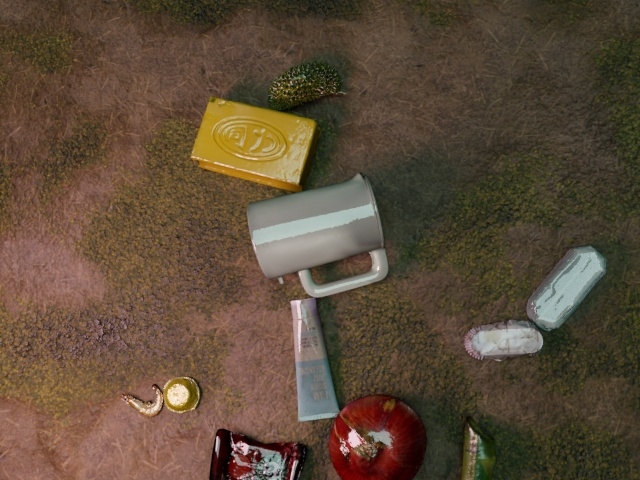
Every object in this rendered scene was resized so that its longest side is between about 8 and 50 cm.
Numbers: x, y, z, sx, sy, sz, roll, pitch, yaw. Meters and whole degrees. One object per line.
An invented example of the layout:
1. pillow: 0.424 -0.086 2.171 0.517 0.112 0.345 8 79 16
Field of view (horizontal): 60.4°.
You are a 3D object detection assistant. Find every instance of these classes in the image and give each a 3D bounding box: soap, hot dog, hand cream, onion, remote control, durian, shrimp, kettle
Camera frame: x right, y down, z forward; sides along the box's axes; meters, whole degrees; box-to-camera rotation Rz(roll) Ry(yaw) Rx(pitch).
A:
1. soap: -0.177 -0.267 1.510 0.324 0.096 0.204 14 83 8
2. hot dog: 0.459 0.252 1.382 0.192 0.053 0.099 -9 79 8
3. hand cream: -0.027 0.307 1.421 0.111 0.070 0.312 -10 84 0
4. onion: 0.137 0.498 1.334 0.248 0.161 0.248 0 101 -2
5. remote control: 0.621 0.118 1.385 0.104 0.052 0.247 39 90 12
6. durian: -0.047 -0.441 1.527 0.220 0.095 0.137 -14 81 -2
7. shrimp: -0.474 0.418 1.474 0.114 0.023 0.083 25 82 4
8. kettle: -0.003 -0.009 1.395 0.318 0.205 0.265 -15 67 1

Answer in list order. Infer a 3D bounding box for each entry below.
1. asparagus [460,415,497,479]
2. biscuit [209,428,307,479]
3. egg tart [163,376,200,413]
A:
1. asparagus: 0.370 0.603 1.322 0.085 0.082 0.343 5 83 3
2. biscuit: -0.161 0.573 1.393 0.235 0.063 0.151 11 83 5
3. egg tart: -0.371 0.408 1.456 0.105 0.039 0.105 -1 79 6
